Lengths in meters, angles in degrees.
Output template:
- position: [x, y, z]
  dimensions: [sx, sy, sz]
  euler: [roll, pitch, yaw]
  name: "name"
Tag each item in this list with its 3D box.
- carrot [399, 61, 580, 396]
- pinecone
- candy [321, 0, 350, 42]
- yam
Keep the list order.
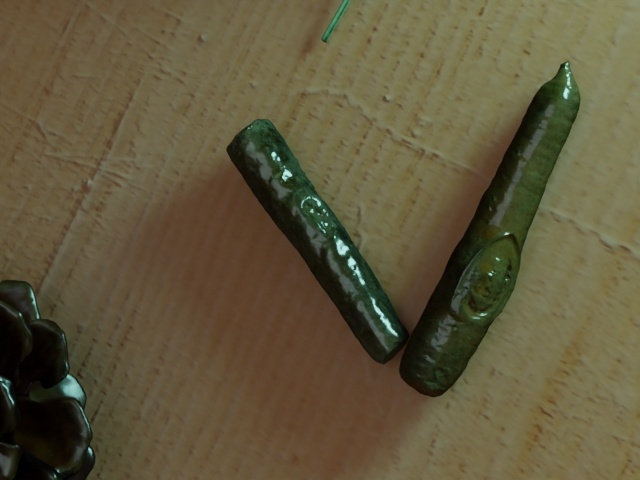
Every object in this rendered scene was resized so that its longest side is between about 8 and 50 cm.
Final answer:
- position: [0.168, -0.010, 1.401]
  dimensions: [0.070, 0.070, 0.342]
  euler: [27, 94, 22]
  name: "carrot"
- position: [-0.421, 0.188, 1.474]
  dimensions: [0.398, 0.398, 0.397]
  euler: [-2, 84, 22]
  name: "pinecone"
- position: [0.049, -0.278, 1.486]
  dimensions: [0.056, 0.049, 0.184]
  euler: [25, 105, -22]
  name: "candy"
- position: [0.000, 0.000, 1.468]
  dimensions: [0.061, 0.061, 0.274]
  euler: [-39, 74, 14]
  name: "yam"
